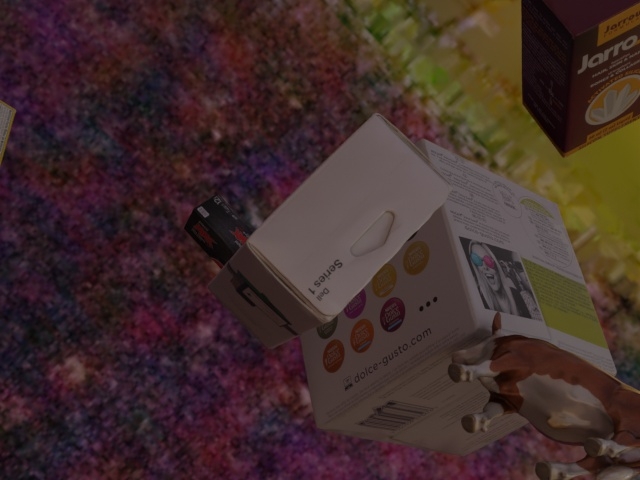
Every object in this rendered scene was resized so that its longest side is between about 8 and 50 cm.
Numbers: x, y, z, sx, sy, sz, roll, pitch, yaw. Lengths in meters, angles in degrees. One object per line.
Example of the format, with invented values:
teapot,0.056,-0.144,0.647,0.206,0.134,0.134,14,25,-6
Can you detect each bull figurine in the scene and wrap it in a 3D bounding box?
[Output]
bull figurine,0.260,0.182,1.148,0.310,0.101,0.188,21,26,39

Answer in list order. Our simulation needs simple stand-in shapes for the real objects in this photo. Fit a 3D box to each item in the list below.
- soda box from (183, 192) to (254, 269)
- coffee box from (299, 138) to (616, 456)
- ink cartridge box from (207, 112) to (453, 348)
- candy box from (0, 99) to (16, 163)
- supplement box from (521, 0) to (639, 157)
soda box,-0.121,0.015,1.440,0.169,0.060,0.053,47,51,9
coffee box,0.193,0.105,1.547,0.338,0.337,0.334,19,46,-38
ink cartridge box,0.000,0.000,0.848,0.092,0.160,0.219,45,-19,-2
candy box,-0.415,-0.083,1.113,0.105,0.027,0.206,39,52,-52
supplement box,0.245,-0.173,0.885,0.081,0.104,0.188,60,-4,29
